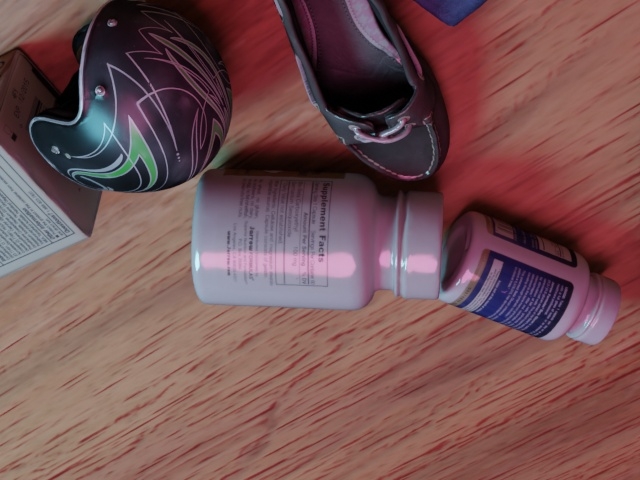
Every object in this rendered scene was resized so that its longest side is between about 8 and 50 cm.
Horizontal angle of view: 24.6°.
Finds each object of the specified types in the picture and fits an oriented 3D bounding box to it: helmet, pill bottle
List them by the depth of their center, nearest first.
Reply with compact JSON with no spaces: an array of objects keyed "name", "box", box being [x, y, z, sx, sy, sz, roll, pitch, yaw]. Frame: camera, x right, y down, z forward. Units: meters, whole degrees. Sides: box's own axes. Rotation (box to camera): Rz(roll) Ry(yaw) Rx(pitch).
[{"name":"helmet","box":[-0.157,-0.124,1.275,0.161,0.169,0.169,-20,129,42]},{"name":"pill bottle","box":[0.000,0.000,1.390,0.229,0.131,0.131,2,132,4]},{"name":"pill bottle","box":[0.203,0.043,1.436,0.169,0.094,0.094,21,131,-13]}]

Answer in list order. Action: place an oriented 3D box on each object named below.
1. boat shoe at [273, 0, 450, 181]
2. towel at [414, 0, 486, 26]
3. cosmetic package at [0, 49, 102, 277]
[{"name":"boat shoe","box":[0.025,-0.158,1.269,0.112,0.095,0.335,-14,129,17]},{"name":"towel","box":[0.131,-0.235,1.235,0.067,0.029,0.119,35,125,-24]},{"name":"cosmetic package","box":[-0.365,-0.038,1.394,0.296,0.129,0.153,-22,128,22]}]
